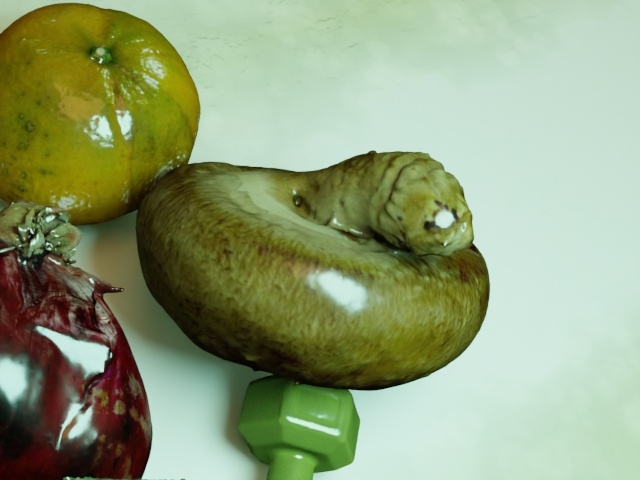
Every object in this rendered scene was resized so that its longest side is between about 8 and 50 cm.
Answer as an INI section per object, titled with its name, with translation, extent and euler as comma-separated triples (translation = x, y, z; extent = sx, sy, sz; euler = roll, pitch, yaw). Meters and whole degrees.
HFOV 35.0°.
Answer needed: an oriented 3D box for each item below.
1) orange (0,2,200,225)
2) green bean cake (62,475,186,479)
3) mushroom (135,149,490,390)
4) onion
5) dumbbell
[orange]
translation = -0.235, -0.130, 1.012
extent = 0.240, 0.171, 0.240
euler = 10, 60, -17
[green bean cake]
translation = -0.133, 0.289, 0.704
extent = 0.125, 0.227, 0.222
euler = -1, 56, -3
[mushroom]
translation = -0.009, 0.023, 0.961
extent = 0.345, 0.345, 0.239
euler = 30, 81, -4
[onion]
translation = -0.261, 0.128, 0.828
extent = 0.281, 0.221, 0.281
euler = 3, 77, -15
[dumbbell]
translation = -0.037, 0.267, 0.904
extent = 0.121, 0.108, 0.302
euler = 17, 56, -12
